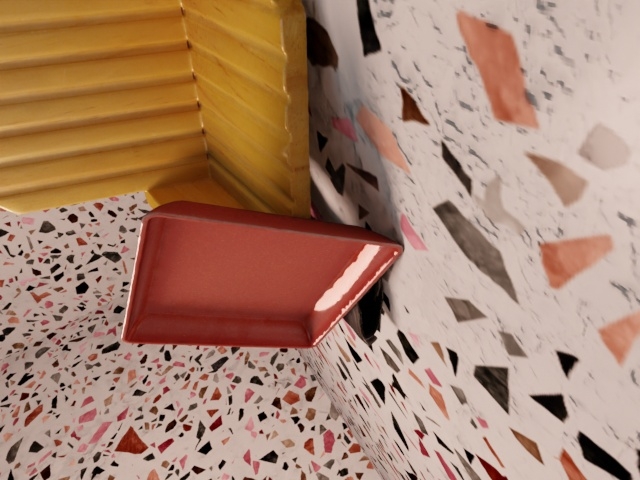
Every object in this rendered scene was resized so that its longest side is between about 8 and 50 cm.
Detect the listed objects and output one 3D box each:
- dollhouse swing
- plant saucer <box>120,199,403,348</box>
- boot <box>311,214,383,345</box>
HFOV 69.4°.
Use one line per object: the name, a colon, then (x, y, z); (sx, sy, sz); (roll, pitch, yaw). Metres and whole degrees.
dollhouse swing: (-0.224, -0.130, 0.477); (0.315, 0.305, 0.347); (41, 143, 40)
plant saucer: (-0.080, 0.049, 0.531); (0.259, 0.258, 0.048); (124, 145, -47)
boot: (0.000, 0.000, 0.640); (0.229, 0.091, 0.263); (33, 147, 45)
